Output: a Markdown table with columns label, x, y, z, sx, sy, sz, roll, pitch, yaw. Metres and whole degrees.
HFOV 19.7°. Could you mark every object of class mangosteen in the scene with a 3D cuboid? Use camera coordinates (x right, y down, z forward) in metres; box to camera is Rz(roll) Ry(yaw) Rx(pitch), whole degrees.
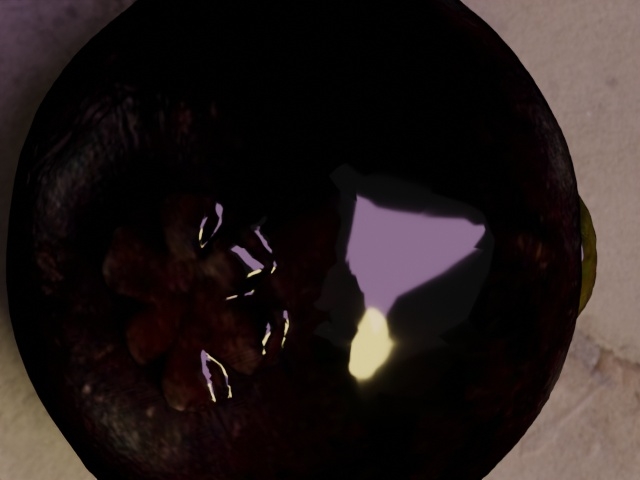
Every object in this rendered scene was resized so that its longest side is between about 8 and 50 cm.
| label | x | y | z | sx | sy | sz | roll | pitch | yaw |
| --- | --- | --- | --- | --- | --- | --- | --- | --- | --- |
| mangosteen | 0.000 | 0.000 | 1.197 | 0.435 | 0.382 | 0.382 | -23 | 108 | -67 |
